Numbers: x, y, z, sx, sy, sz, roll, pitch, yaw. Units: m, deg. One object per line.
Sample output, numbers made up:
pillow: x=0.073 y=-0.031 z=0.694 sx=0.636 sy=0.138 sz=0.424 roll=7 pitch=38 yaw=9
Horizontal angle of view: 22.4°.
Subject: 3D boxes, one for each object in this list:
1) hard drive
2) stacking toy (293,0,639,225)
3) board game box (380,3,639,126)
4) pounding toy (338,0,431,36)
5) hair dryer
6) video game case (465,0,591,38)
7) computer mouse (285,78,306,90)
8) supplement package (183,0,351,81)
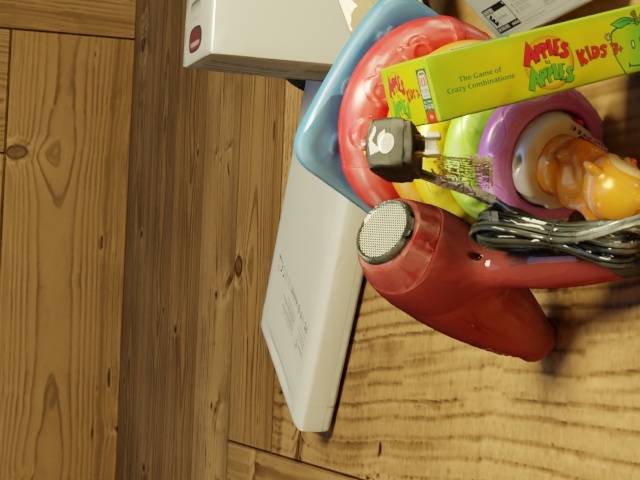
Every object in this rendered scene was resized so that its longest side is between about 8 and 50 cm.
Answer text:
hard drive: x=0.000 y=0.000 z=1.790 sx=0.233 sy=0.047 sz=0.353 roll=-113 pitch=30 yaw=-58
stacking toy: x=0.136 y=-0.066 z=1.167 sx=0.165 sy=0.175 sz=0.302 roll=-58 pitch=33 yaw=-4
board game box: x=0.140 y=-0.116 z=1.055 sx=0.092 sy=0.181 sz=0.043 roll=-179 pitch=74 yaw=-75
pounding toy: x=0.065 y=-0.249 z=1.489 sx=0.141 sy=0.100 sz=0.130 roll=26 pitch=-136 yaw=-77
hair dryer: x=0.129 y=0.027 z=1.110 sx=0.293 sy=0.224 sz=0.080 roll=75 pitch=-141 yaw=-70
video game case: x=0.113 y=-0.240 z=1.213 sx=0.023 sy=0.193 sz=0.212 roll=-44 pitch=6 yaw=-9
computer mouse: x=-0.029 y=-0.313 z=1.907 sx=0.188 sy=0.072 sz=0.272 roll=-155 pitch=69 yaw=-72
supplement package: x=-0.021 y=-0.300 z=1.630 sx=0.145 sy=0.204 sz=0.261 roll=180 pitch=94 yaw=-74
